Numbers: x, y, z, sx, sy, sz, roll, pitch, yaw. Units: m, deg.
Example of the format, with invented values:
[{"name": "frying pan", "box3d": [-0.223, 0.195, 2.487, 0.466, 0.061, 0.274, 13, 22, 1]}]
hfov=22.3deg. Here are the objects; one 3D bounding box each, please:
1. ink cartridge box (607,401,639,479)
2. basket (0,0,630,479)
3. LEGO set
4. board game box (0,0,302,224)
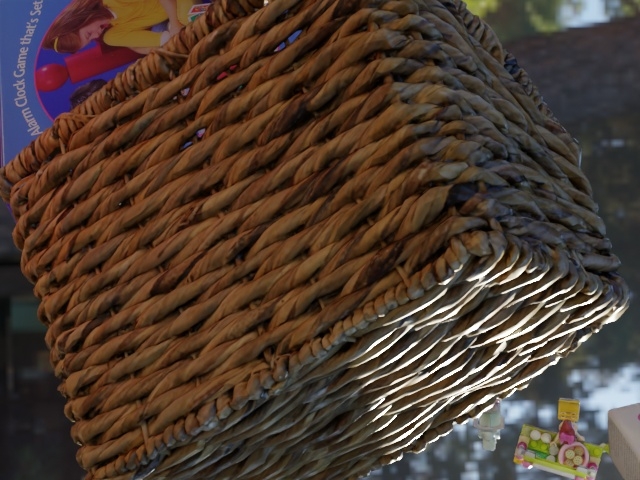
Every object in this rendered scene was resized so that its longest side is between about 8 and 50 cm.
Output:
[{"name": "ink cartridge box", "box3d": [0.471, 0.222, 1.496, 0.330, 0.324, 0.071, -115, -166, -64]}, {"name": "basket", "box3d": [0.000, 0.000, 0.933, 0.299, 0.213, 0.223, -34, -119, 25]}, {"name": "LEGO set", "box3d": [0.312, 0.206, 1.781, 0.107, 0.287, 0.132, 11, 72, -80]}, {"name": "board game box", "box3d": [-0.127, -0.170, 1.246, 0.078, 0.233, 0.347, 75, 4, -53]}]
